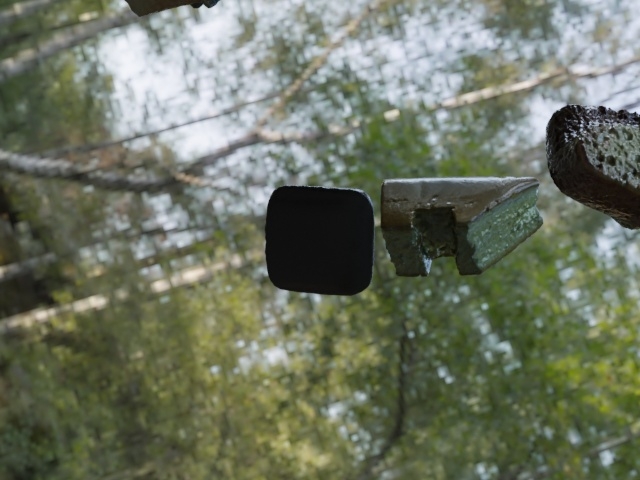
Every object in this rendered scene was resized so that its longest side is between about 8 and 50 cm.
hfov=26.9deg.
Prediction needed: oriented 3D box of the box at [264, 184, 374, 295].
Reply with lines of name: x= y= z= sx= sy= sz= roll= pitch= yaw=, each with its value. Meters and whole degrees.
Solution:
box: x=0.000 y=0.000 z=2.345 sx=0.042 sy=0.201 sz=0.212 roll=-58 pitch=150 yaw=-60

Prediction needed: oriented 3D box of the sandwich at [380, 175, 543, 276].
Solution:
sandwich: x=0.213 y=-0.027 z=2.006 sx=0.128 sy=0.236 sz=0.122 roll=-82 pitch=163 yaw=-47

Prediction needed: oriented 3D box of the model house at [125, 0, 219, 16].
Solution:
model house: x=-0.193 y=-0.505 z=1.945 sx=0.312 sy=0.280 sz=0.245 roll=50 pitch=33 yaw=-54

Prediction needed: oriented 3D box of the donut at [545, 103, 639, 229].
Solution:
donut: x=0.328 y=-0.083 z=1.538 sx=0.144 sy=0.126 sz=0.186 roll=122 pitch=-16 yaw=-44
